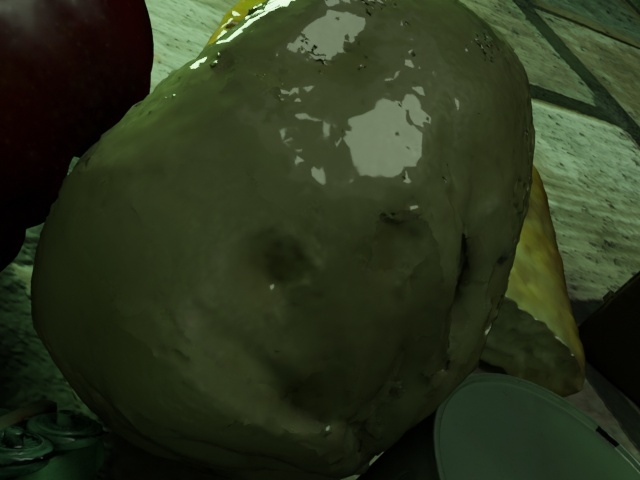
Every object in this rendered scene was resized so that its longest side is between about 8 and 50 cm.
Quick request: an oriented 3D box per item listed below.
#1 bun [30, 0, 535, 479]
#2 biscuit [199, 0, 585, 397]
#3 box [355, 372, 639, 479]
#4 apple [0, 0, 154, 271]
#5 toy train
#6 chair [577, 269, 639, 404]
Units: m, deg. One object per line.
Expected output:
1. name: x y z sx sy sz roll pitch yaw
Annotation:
1. bun: 0.000 0.000 0.718 0.234 0.326 0.362 41 4 8
2. biscuit: 0.062 -0.089 1.186 0.429 0.104 0.446 30 31 -18
3. box: 0.113 0.215 0.729 0.226 0.149 0.226 30 30 -19
4. apple: -0.255 -0.138 0.706 0.317 0.288 0.288 44 27 -5
5. toy train: -0.184 0.119 0.591 0.118 0.074 0.176 12 11 18
6. chair: 0.358 0.116 1.178 0.186 0.160 0.319 47 28 5
